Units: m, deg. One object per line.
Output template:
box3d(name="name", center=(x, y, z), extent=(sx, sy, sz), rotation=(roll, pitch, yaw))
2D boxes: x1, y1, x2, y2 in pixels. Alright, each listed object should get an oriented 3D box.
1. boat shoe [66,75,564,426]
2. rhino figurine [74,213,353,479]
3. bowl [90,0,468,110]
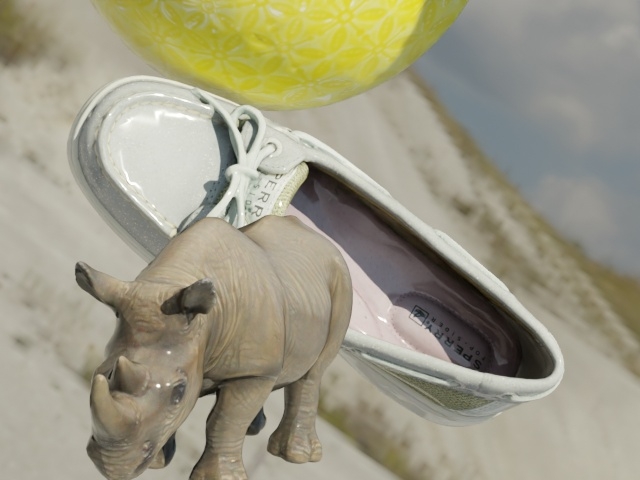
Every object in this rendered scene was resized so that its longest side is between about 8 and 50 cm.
box3d(name="boat shoe", center=(0.000, 0.003, 1.113), extent=(0.320, 0.118, 0.103), rotation=(36, -19, -10))
box3d(name="rhino figurine", center=(-0.045, 0.043, 0.749), extent=(0.073, 0.106, 0.243), rotation=(12, 6, 16))
box3d(name="bowl", center=(-0.046, -0.227, 1.114), extent=(0.289, 0.289, 0.156), rotation=(33, 9, 16))
